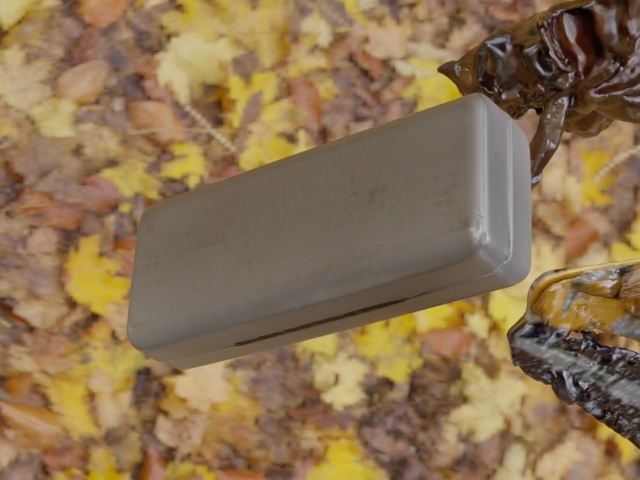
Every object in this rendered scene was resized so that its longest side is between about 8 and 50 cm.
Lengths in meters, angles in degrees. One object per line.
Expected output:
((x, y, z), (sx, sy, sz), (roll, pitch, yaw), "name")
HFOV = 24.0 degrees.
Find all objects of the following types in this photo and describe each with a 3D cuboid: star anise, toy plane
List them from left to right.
((0.187, -0.118, 1.294), (0.346, 0.237, 0.148), (-33, 81, 10), "star anise")
((0.204, 0.075, 0.672), (0.204, 0.103, 0.316), (-22, 147, 5), "toy plane")

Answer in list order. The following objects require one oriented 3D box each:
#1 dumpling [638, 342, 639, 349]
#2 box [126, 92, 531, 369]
((0.368, 0.062, 1.171), (0.126, 0.216, 0.166), (-17, 126, -36), "dumpling")
((0.000, 0.000, 0.838), (0.055, 0.244, 0.103), (34, 49, -44), "box")
